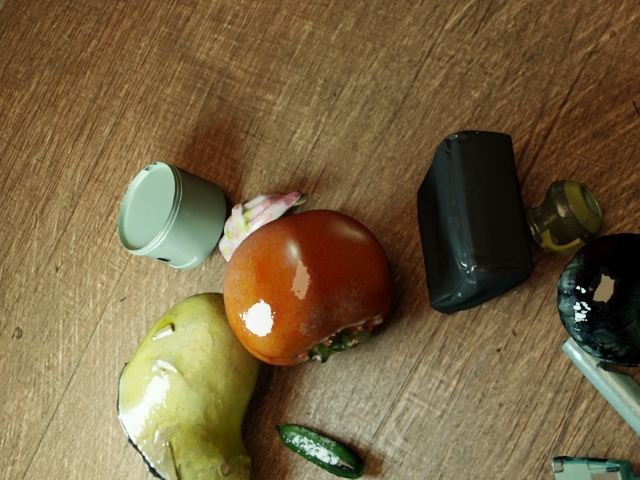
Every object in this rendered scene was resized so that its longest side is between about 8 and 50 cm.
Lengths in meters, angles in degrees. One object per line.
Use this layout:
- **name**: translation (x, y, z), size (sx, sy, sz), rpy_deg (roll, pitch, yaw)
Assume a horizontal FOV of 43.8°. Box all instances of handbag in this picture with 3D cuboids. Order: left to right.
- **handbag**: translation (0.300, -0.022, 1.526), size (0.178, 0.275, 0.302), rpy_deg (-3, 67, -6)

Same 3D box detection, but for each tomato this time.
- **tomato**: translation (-0.017, 0.088, 1.571), size (0.341, 0.341, 0.273), rpy_deg (-30, 72, 19)

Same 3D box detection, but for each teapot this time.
- **teapot**: translation (0.447, -0.032, 1.464), size (0.119, 0.130, 0.166), rpy_deg (-33, 27, 33)

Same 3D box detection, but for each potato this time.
- **potato**: translation (-0.226, 0.306, 1.651), size (0.296, 0.290, 0.397), rpy_deg (-44, 56, 17)

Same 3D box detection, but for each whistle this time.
- **whistle**: translation (0.540, 0.283, 1.372), size (0.062, 0.062, 0.312), rpy_deg (-44, 60, 12)

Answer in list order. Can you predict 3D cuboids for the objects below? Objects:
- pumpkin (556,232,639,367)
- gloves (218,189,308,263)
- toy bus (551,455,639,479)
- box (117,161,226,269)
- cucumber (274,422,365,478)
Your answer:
- **pumpkin**: translation (0.516, 0.097, 1.345), size (0.163, 0.233, 0.233), rpy_deg (172, 113, -71)
- **gloves**: translation (-0.131, -0.040, 1.789), size (0.241, 0.126, 0.145), rpy_deg (-50, 27, 36)
- **toy bus**: translation (0.469, 0.486, 1.319), size (0.147, 0.128, 0.256), rpy_deg (-11, 73, 24)
- **box**: translation (-0.353, -0.057, 1.880), size (0.226, 0.149, 0.226), rpy_deg (-20, 59, 38)
- **cucumber**: translation (-0.006, 0.427, 1.637), size (0.227, 0.069, 0.069), rpy_deg (17, 85, 36)
